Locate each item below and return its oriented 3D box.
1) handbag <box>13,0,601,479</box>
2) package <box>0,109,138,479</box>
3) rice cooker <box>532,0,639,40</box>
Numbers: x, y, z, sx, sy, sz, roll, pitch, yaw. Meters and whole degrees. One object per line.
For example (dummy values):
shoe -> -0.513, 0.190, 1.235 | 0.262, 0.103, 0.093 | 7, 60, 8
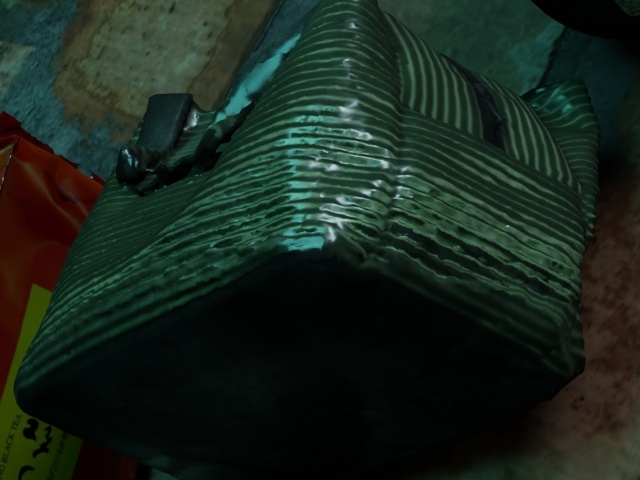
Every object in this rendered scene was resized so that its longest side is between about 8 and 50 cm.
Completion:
handbag -> 0.000, 0.000, 1.125 | 0.340, 0.247, 0.240 | -30, 40, 45
package -> -0.220, 0.134, 1.311 | 0.123, 0.196, 0.424 | -20, 50, 44
rice cooker -> 0.191, -0.250, 1.128 | 0.267, 0.224, 0.267 | -27, 44, 30
